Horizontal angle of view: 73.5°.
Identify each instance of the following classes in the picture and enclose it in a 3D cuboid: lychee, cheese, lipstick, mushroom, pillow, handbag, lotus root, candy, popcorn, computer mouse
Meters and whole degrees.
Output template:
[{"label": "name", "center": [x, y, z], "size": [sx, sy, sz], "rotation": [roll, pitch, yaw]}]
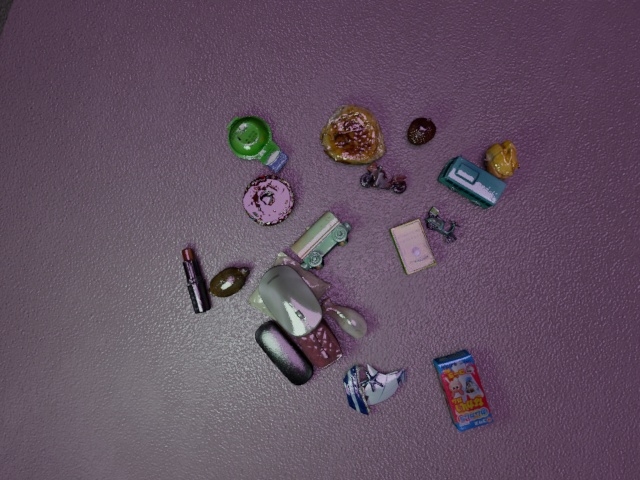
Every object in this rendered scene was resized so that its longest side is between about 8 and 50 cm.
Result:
[{"label": "lychee", "center": [0.441, -0.481, 1.885], "size": [0.129, 0.123, 0.123], "rotation": [-31, 87, 29]}, {"label": "cheese", "center": [-0.287, -0.436, 1.928], "size": [0.320, 0.083, 0.204], "rotation": [41, 88, 5]}, {"label": "lipstick", "center": [-0.564, 0.181, 1.925], "size": [0.081, 0.081, 0.300], "rotation": [-15, 88, 2]}, {"label": "mushroom", "center": [0.103, 0.339, 1.889], "size": [0.225, 0.093, 0.116], "rotation": [36, 111, -2]}, {"label": "pillow", "center": [-0.141, 0.235, 1.909], "size": [0.274, 0.076, 0.281], "rotation": [35, 91, 1]}, {"label": "handbag", "center": [-0.007, 0.434, 1.851], "size": [0.146, 0.135, 0.225], "rotation": [-32, 101, 2]}, {"label": "lotus root", "center": [-0.405, 0.183, 1.904], "size": [0.209, 0.120, 0.120], "rotation": [-33, 88, 4]}, {"label": "candy", "center": [0.616, 0.649, 1.857], "size": [0.157, 0.100, 0.306], "rotation": [-17, 89, 1]}, {"label": "popcorn", "center": [0.786, -0.350, 1.855], "size": [0.152, 0.148, 0.167], "rotation": [2, 100, -20]}, {"label": "computer mouse", "center": [-0.131, 0.246, 1.790], "size": [0.197, 0.095, 0.331], "rotation": [-43, 67, 3]}]

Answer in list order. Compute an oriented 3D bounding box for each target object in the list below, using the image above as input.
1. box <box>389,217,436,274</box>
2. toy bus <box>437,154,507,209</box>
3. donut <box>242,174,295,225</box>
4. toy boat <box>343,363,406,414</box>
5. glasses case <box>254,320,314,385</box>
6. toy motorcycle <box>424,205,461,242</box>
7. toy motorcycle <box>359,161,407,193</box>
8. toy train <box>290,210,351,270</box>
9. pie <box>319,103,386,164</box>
[{"label": "box", "center": [0.408, 0.028, 1.899], "size": [0.141, 0.064, 0.220], "rotation": [-20, 89, 1]}, {"label": "toy bus", "center": [0.655, -0.254, 1.855], "size": [0.256, 0.147, 0.128], "rotation": [32, 88, 2]}, {"label": "donut", "center": [-0.229, -0.179, 1.916], "size": [0.235, 0.089, 0.235], "rotation": [0, 89, 3]}, {"label": "toy boat", "center": [0.229, 0.623, 1.893], "size": [0.291, 0.070, 0.210], "rotation": [-39, 92, -3]}, {"label": "glasses case", "center": [-0.160, 0.499, 1.899], "size": [0.122, 0.082, 0.321], "rotation": [-41, 86, 0]}, {"label": "toy motorcycle", "center": [0.543, -0.067, 1.899], "size": [0.173, 0.058, 0.100], "rotation": [37, 85, 5]}, {"label": "toy motorcycle", "center": [0.284, -0.279, 1.903], "size": [0.212, 0.084, 0.118], "rotation": [10, 88, -5]}, {"label": "toy train", "center": [0.000, 0.000, 1.895], "size": [0.285, 0.116, 0.177], "rotation": [-45, 76, -2]}, {"label": "pie", "center": [0.145, -0.473, 1.911], "size": [0.308, 0.085, 0.308], "rotation": [0, 88, 3]}]
